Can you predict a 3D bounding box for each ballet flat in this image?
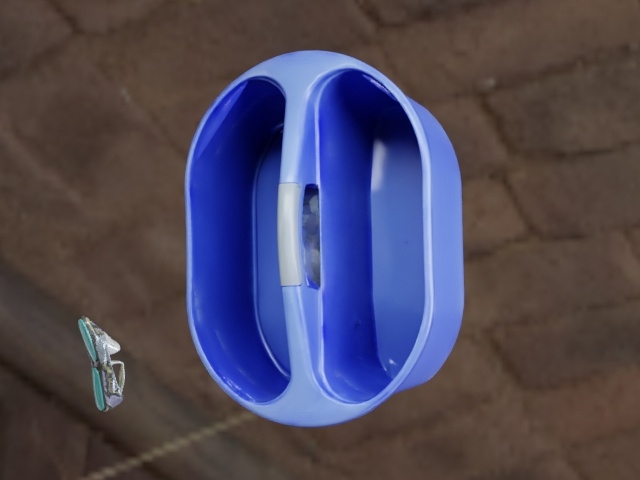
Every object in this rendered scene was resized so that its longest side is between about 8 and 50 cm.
[{"bbox_3d":[-0.239,0.132,2.118,0.041,0.041,0.114,-6,109,11],"label":"ballet flat"}]

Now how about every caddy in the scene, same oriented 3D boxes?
[{"bbox_3d":[0.000,0.000,1.757,0.241,0.341,0.179,-3,175,21],"label":"caddy"}]
